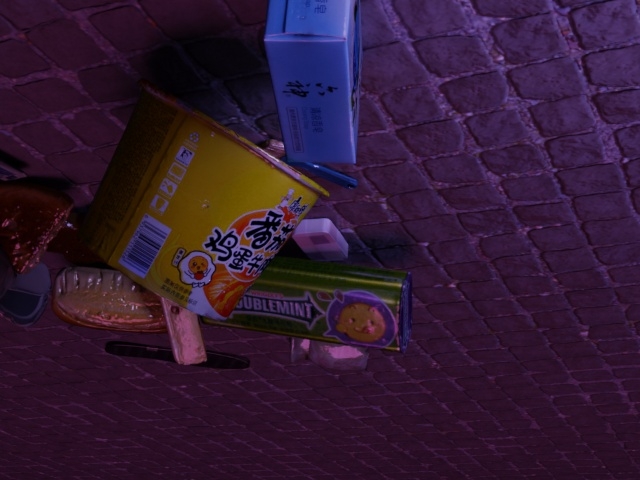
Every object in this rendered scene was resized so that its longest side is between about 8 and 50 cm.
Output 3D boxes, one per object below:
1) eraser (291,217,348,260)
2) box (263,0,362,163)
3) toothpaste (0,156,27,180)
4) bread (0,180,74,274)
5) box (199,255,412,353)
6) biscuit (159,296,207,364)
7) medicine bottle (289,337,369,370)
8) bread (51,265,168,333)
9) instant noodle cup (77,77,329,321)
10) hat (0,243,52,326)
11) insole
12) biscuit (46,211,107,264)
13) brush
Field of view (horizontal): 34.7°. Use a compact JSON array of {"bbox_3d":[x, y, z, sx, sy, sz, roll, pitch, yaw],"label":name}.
[{"bbox_3d":[0.000,0.000,1.596,0.065,0.026,0.105,-6,153,17],"label":"eraser"},{"bbox_3d":[-0.002,-0.195,1.044,0.083,0.143,0.232,1,154,6],"label":"box"},{"bbox_3d":[-0.490,-0.125,1.402,0.057,0.035,0.197,-5,157,34],"label":"toothpaste"},{"bbox_3d":[-0.450,-0.041,1.521,0.136,0.054,0.154,36,110,-2],"label":"bread"},{"bbox_3d":[-0.030,0.095,1.634,0.345,0.097,0.134,8,125,16],"label":"box"},{"bbox_3d":[-0.229,0.116,1.665,0.056,0.052,0.188,-13,114,-5],"label":"biscuit"},{"bbox_3d":[0.018,0.148,1.767,0.143,0.147,0.147,7,155,3],"label":"medicine bottle"},{"bbox_3d":[-0.333,0.101,1.737,0.236,0.106,0.140,5,177,-5],"label":"bread"},{"bbox_3d":[-0.146,-0.038,1.205,0.264,0.200,0.264,30,-179,-1],"label":"instant noodle cup"},{"bbox_3d":[-0.537,0.029,1.604,0.232,0.161,0.275,27,-173,27],"label":"hat"},{"bbox_3d":[-0.305,0.248,2.192,0.309,0.012,0.110,9,156,-11],"label":"insole"},{"bbox_3d":[-0.348,0.000,1.638,0.236,0.039,0.180,15,151,-22],"label":"biscuit"},{"bbox_3d":[-0.014,-0.101,1.399,0.164,0.014,0.051,21,152,-33],"label":"brush"}]
